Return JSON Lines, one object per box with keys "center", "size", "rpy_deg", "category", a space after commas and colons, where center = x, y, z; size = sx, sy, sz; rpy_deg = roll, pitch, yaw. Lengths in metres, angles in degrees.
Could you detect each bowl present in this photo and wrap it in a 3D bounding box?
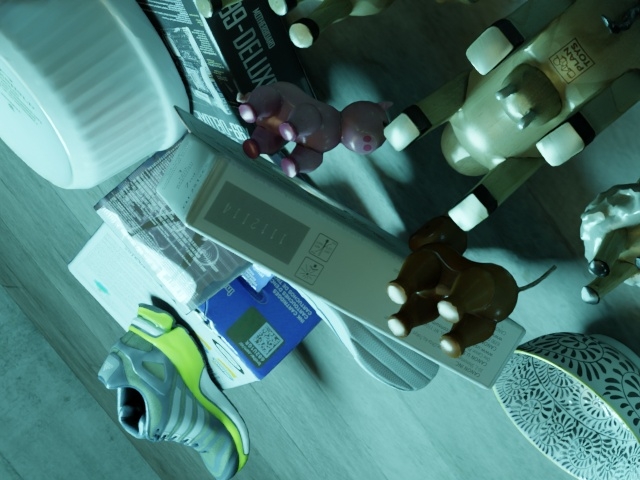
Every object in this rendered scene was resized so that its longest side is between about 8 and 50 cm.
{"center": [0.239, 0.136, 1.035], "size": [0.170, 0.080, 0.170], "rpy_deg": [39, 157, 21], "category": "bowl"}

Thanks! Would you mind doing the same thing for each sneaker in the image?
{"center": [-0.191, 0.215, 1.501], "size": [0.111, 0.121, 0.300], "rpy_deg": [21, 147, 45], "category": "sneaker"}
{"center": [0.036, 0.056, 1.268], "size": [0.258, 0.094, 0.091], "rpy_deg": [50, -179, -22], "category": "sneaker"}

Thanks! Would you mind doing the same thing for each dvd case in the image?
{"center": [-0.125, -0.038, 1.302], "size": [0.221, 0.018, 0.164], "rpy_deg": [-37, 97, 26], "category": "dvd case"}

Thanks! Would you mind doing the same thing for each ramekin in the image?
{"center": [-0.266, -0.171, 1.172], "size": [0.273, 0.127, 0.273], "rpy_deg": [40, 158, 20], "category": "ramekin"}

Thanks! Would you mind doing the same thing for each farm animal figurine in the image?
{"center": [0.105, -0.103, 0.797], "size": [0.326, 0.172, 0.330], "rpy_deg": [-13, 110, 51], "category": "farm animal figurine"}

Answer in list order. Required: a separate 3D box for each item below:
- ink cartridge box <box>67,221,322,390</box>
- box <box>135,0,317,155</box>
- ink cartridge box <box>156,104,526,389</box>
{"center": [-0.156, 0.052, 1.510], "size": [0.270, 0.151, 0.395], "rpy_deg": [48, 159, -5], "category": "ink cartridge box"}
{"center": [-0.159, -0.226, 1.157], "size": [0.307, 0.076, 0.242], "rpy_deg": [22, 147, 47], "category": "box"}
{"center": [0.000, 0.000, 1.019], "size": [0.296, 0.066, 0.261], "rpy_deg": [30, -176, -20], "category": "ink cartridge box"}
